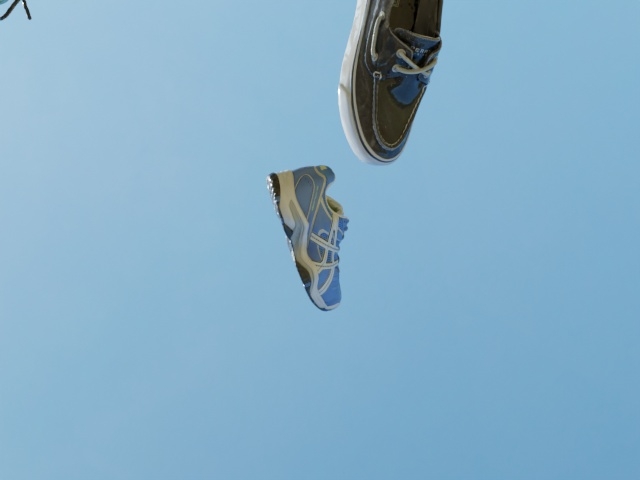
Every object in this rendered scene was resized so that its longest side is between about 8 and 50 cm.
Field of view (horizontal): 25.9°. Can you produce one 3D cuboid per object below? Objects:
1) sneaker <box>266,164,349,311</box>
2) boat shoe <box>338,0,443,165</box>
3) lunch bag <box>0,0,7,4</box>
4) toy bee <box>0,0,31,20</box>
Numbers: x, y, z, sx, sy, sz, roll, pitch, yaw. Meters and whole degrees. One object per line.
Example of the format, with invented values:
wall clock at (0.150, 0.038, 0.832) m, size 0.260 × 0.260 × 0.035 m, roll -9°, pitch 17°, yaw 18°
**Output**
sneaker at (0.000, 0.000, 1.708) m, size 0.081 × 0.211 × 0.080 m, roll -20°, pitch -143°, yaw -4°
boat shoe at (0.102, -0.240, 1.730) m, size 0.108 × 0.301 × 0.102 m, roll 7°, pitch -176°, yaw -33°
lunch bag at (-0.522, -0.484, 2.024) m, size 0.224 × 0.279 × 0.108 m, roll 9°, pitch -147°, yaw -2°
toy bee at (-0.210, -0.359, 1.427) m, size 0.162 × 0.298 × 0.195 m, roll 14°, pitch -165°, yaw 11°
